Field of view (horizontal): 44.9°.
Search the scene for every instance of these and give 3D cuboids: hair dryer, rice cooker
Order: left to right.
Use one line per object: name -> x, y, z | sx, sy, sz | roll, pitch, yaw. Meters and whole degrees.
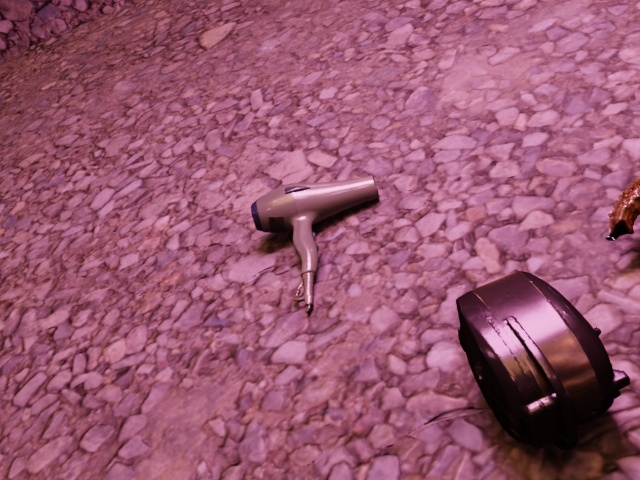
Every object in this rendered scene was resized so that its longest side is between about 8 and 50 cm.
hair dryer -> 0.015, -0.013, 0.964 | 0.167, 0.067, 0.199 | -26, 47, -6
rice cooker -> 0.180, 0.099, 0.667 | 0.106, 0.112, 0.165 | -27, 37, -9

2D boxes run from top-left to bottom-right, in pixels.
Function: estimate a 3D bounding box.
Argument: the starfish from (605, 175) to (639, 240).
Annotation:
starfish -> 0.439, -0.051, 0.691 | 0.312, 0.113, 0.303 | 6, 45, 49
